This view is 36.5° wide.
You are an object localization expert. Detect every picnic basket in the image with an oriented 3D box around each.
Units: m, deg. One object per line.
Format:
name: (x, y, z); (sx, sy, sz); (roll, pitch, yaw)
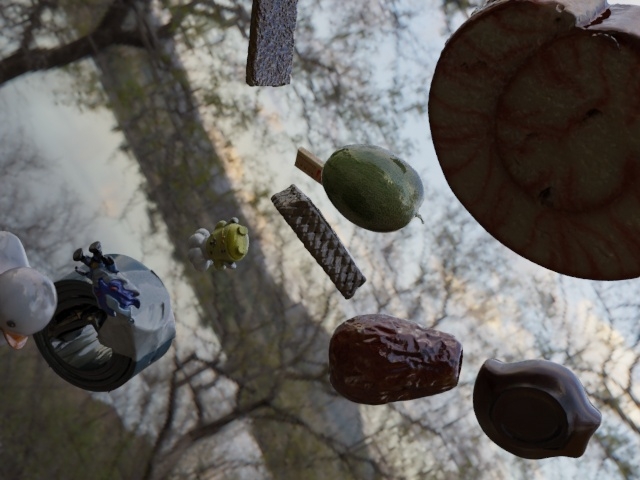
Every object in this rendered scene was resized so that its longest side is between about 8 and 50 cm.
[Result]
picnic basket: (0.000, 0.000, 1.509); (0.193, 0.055, 0.110); (55, -1, -24)

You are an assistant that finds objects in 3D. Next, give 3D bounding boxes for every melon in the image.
melon: (0.093, -0.083, 1.603); (0.192, 0.139, 0.139); (31, -12, 3)

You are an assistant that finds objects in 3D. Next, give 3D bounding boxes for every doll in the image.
doll: (-0.207, 0.012, 1.954); (0.162, 0.062, 0.106); (-13, -111, 43)
doll: (-0.613, 0.096, 1.895); (0.221, 0.221, 0.251); (83, -1, -67)
doll: (-0.420, 0.091, 1.936); (0.070, 0.096, 0.195); (-88, 155, -58)

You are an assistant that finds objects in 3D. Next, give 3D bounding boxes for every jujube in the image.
jujube: (0.140, 0.228, 1.837); (0.190, 0.255, 0.190); (5, 90, -81)

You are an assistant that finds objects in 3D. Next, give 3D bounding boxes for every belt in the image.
belt: (-0.531, 0.205, 2.369); (0.436, 0.173, 0.300); (-23, -80, 49)

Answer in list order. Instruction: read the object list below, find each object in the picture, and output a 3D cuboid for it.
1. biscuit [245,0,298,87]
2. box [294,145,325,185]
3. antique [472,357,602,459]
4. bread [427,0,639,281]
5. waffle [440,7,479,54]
biscuit: (-0.085, -0.395, 1.777); (0.025, 0.131, 0.231); (14, -74, 31)
box: (-0.011, -0.147, 1.974); (0.093, 0.015, 0.058); (37, -31, 11)
antique: (0.452, 0.357, 2.059); (0.278, 0.223, 0.129); (32, 18, 11)
bread: (0.271, -0.109, 1.005); (0.327, 0.114, 0.295); (34, -46, 22)
waffle: (0.295, -0.315, 1.612); (0.193, 0.197, 0.070); (4, -42, 34)
